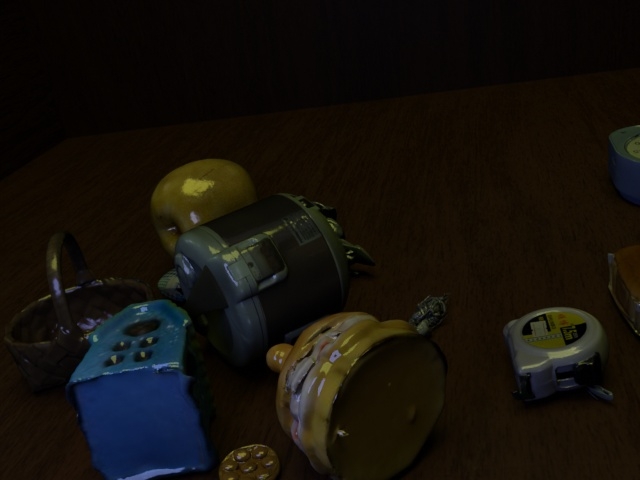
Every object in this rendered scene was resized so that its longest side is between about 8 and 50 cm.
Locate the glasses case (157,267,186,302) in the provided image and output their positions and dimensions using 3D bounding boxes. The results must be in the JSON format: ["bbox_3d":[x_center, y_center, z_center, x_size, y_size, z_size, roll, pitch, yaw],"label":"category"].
[{"bbox_3d":[-0.265,0.112,1.713,0.328,0.076,0.125,4,28,27],"label":"glasses case"}]

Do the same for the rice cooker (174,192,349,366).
[{"bbox_3d":[-0.136,0.087,1.441,0.325,0.335,0.335,-25,29,-27],"label":"rice cooker"}]

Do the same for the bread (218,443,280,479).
[{"bbox_3d":[-0.120,0.388,1.145,0.110,0.024,0.110,-9,27,5],"label":"bread"}]

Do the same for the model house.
[{"bbox_3d":[-0.307,0.265,1.240,0.216,0.237,0.303,-11,24,-3],"label":"model house"}]

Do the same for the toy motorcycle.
[{"bbox_3d":[0.000,0.000,1.732,0.173,0.108,0.307,-35,54,-10],"label":"toy motorcycle"}]

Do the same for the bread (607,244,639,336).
[{"bbox_3d":[0.662,0.096,1.334,0.136,0.107,0.241,-4,27,9],"label":"bread"}]

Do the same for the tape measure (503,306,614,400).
[{"bbox_3d":[0.428,0.205,1.219,0.178,0.105,0.196,-11,23,17],"label":"tape measure"}]

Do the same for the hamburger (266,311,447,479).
[{"bbox_3d":[0.043,0.242,1.113,0.276,0.276,0.237,-28,28,-30],"label":"hamburger"}]

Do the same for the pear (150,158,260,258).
[{"bbox_3d":[-0.311,-0.076,1.864,0.315,0.314,0.314,-9,26,4],"label":"pear"}]

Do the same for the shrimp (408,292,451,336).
[{"bbox_3d":[0.238,0.154,1.445,0.165,0.056,0.065,-41,22,-30],"label":"shrimp"}]

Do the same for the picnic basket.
[{"bbox_3d":[-0.547,0.135,1.509,0.337,0.337,0.293,-14,25,-6],"label":"picnic basket"}]

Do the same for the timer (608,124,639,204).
[{"bbox_3d":[0.967,-0.212,1.765,0.395,0.173,0.395,-8,26,4],"label":"timer"}]
